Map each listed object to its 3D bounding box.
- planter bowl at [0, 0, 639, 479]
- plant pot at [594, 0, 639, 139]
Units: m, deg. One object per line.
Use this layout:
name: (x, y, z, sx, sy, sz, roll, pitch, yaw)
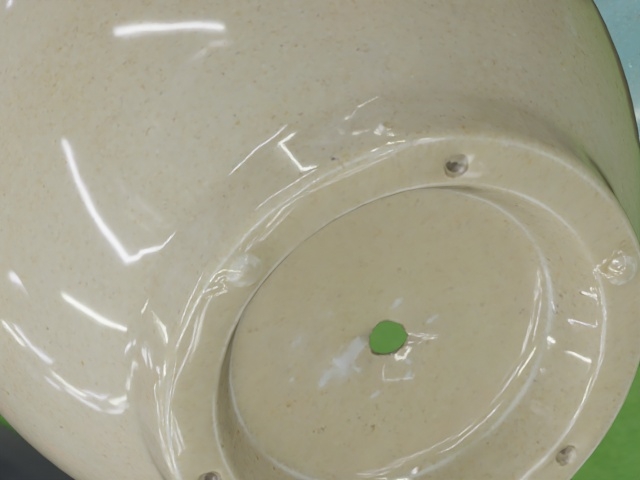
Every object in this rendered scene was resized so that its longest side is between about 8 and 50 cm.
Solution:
planter bowl: (0.000, 0.000, 0.381, 0.162, 0.162, 0.109, -60, 32, 17)
plant pot: (0.368, -0.211, 1.605, 0.334, 0.341, 0.341, -29, 69, 11)
